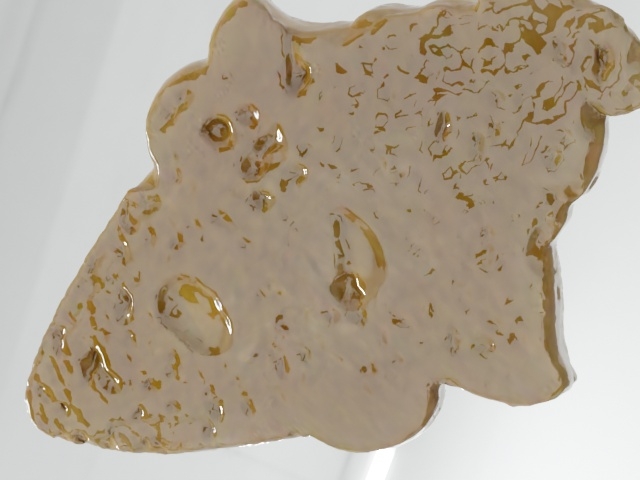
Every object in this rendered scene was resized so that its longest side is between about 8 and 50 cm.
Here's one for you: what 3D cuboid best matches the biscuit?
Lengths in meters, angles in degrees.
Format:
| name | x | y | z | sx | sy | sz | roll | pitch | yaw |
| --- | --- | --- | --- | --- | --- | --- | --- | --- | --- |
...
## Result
| name | x | y | z | sx | sy | sz | roll | pitch | yaw |
| --- | --- | --- | --- | --- | --- | --- | --- | --- | --- |
| biscuit | 0.000 | 0.000 | 0.619 | 0.250 | 0.162 | 0.035 | -31 | -5 | 21 |
